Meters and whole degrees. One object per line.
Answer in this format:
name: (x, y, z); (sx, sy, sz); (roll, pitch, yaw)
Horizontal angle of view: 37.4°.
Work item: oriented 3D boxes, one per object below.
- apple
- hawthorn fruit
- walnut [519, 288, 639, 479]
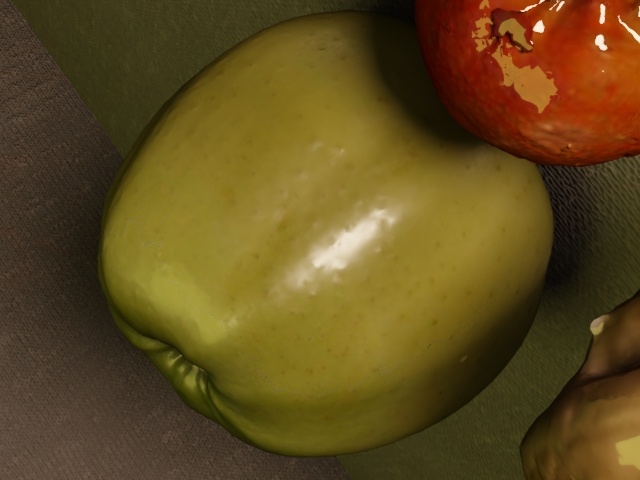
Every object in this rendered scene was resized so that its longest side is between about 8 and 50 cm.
apple: (0.000, 0.000, 0.995); (0.473, 0.473, 0.473); (47, 158, 25)
hawthorn fruit: (0.164, -0.157, 0.692); (0.211, 0.211, 0.299); (59, 172, -8)
walnut: (0.319, 0.157, 0.611); (0.383, 0.383, 0.383); (47, 158, 25)
